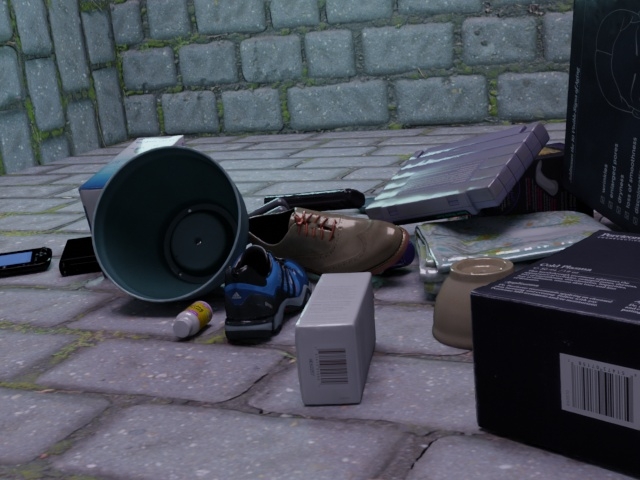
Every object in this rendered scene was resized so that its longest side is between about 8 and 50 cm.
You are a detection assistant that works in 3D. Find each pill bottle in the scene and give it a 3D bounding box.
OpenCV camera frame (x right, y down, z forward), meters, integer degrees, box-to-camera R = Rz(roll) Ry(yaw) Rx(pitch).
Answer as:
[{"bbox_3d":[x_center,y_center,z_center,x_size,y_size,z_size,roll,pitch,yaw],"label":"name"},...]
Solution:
[{"bbox_3d":[-0.216,0.134,1.482,0.043,0.043,0.083,-1,15,18],"label":"pill bottle"}]

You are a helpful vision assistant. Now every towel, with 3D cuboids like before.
[{"bbox_3d":[0.363,0.015,1.638,0.375,0.090,0.320,-4,15,4],"label":"towel"}]

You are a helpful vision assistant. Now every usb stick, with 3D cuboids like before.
[{"bbox_3d":[-0.019,-0.092,2.073,0.278,0.045,0.077,-2,-15,42],"label":"usb stick"}]

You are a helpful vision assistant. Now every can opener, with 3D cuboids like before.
[{"bbox_3d":[-0.197,-0.017,1.860,0.280,0.093,0.074,-22,34,6],"label":"can opener"}]

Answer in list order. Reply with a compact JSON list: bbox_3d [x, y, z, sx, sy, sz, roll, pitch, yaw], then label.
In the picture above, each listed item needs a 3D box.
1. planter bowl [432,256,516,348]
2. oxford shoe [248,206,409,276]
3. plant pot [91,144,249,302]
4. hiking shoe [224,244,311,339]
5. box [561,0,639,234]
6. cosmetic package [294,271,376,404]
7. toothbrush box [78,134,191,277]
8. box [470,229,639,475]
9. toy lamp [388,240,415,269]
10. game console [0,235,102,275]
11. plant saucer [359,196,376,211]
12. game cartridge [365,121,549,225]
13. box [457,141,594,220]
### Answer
[{"bbox_3d":[0.249,0.088,1.353,0.162,0.109,0.162,-6,14,1],"label":"planter bowl"},{"bbox_3d":[0.000,0.000,1.684,0.348,0.130,0.123,-5,56,34],"label":"oxford shoe"},{"bbox_3d":[-0.262,-0.014,1.692,0.293,0.293,0.196,-2,-12,13],"label":"plant pot"},{"bbox_3d":[-0.086,0.065,1.523,0.113,0.132,0.304,-3,14,11],"label":"hiking shoe"},{"bbox_3d":[0.694,-0.253,1.623,0.298,0.479,0.472,-9,25,-13],"label":"box"},{"bbox_3d":[0.026,0.132,1.250,0.086,0.117,0.231,-2,14,8],"label":"cosmetic package"},{"bbox_3d":[-0.387,-0.081,1.944,0.126,0.216,0.295,-1,28,17],"label":"toothbrush box"},{"bbox_3d":[0.404,0.122,1.014,0.313,0.178,0.343,-20,20,-41],"label":"box"},{"bbox_3d":[0.064,0.018,1.775,0.275,0.080,0.080,4,17,40],"label":"toy lamp"},{"bbox_3d":[-0.635,0.044,2.010,0.361,0.043,0.213,-9,14,-10],"label":"game console"},{"bbox_3d":[0.146,-0.091,2.281,0.119,0.021,0.119,-6,15,1],"label":"plant saucer"},{"bbox_3d":[0.272,-0.127,1.803,0.355,0.068,0.230,-8,38,52],"label":"game cartridge"},{"bbox_3d":[0.450,-0.114,1.953,0.270,0.165,0.143,-9,15,-13],"label":"box"}]
